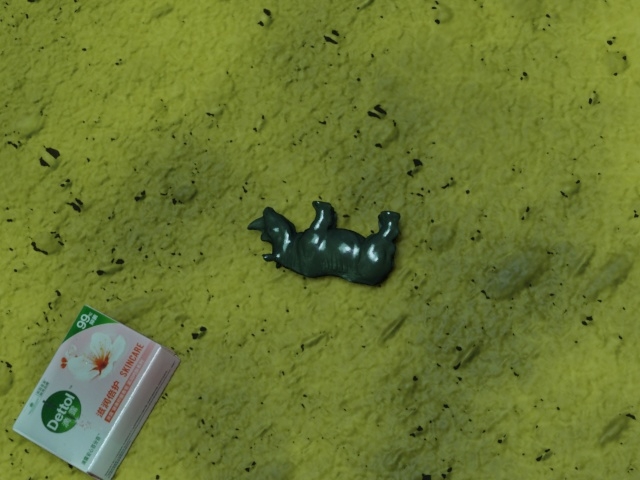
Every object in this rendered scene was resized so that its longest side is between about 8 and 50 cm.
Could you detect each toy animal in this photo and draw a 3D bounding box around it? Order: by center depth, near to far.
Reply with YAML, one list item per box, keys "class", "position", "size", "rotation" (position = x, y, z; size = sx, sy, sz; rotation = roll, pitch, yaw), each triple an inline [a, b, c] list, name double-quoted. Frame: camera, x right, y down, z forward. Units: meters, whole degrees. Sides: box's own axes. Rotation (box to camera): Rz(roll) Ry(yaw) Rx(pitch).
- class: "toy animal"
  position: [0.000, 0.000, 1.519]
  size: [0.136, 0.047, 0.065]
  rotation: [10, 82, 17]

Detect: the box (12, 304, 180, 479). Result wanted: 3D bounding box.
- class: "box"
  position: [-0.188, 0.129, 1.539]
  size: [0.089, 0.043, 0.125]
  rotation: [24, 80, 26]
